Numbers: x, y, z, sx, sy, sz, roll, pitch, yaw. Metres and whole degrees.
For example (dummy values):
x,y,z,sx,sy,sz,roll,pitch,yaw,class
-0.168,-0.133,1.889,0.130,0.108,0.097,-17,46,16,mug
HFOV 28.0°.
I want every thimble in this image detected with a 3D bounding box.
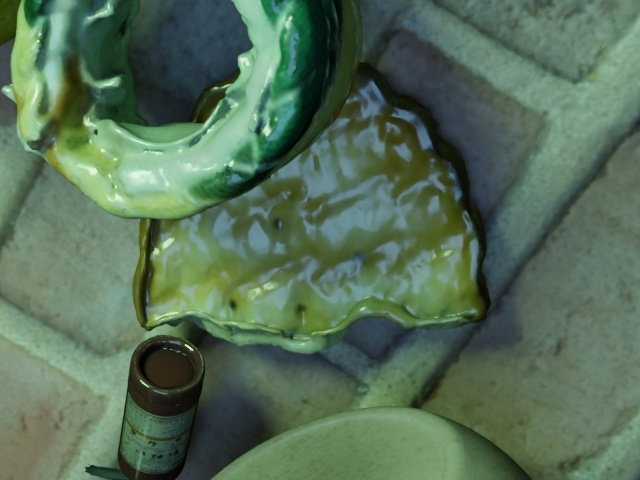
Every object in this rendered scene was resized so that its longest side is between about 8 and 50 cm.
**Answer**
x,y,z,sx,sy,sz,roll,pitch,yaw,class
-0.113,-0.156,1.036,0.288,0.167,0.254,-33,94,22,thimble

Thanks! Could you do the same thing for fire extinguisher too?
x,y,z,sx,sy,sz,roll,pitch,yaw,class
-0.176,0.187,1.270,0.099,0.071,0.231,6,137,-12,fire extinguisher

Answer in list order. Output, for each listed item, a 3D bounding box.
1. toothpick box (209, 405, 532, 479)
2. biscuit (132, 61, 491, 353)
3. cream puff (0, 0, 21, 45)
x,y,z,sx,sy,sz,roll,pitch,yaw,class
0.070,0.404,1.155,0.408,0.409,0.425,-18,111,15,toothpick box
0.000,0.000,1.194,0.335,0.078,0.329,32,109,-4,biscuit
-0.400,-0.254,1.052,0.269,0.274,0.323,-39,98,10,cream puff
